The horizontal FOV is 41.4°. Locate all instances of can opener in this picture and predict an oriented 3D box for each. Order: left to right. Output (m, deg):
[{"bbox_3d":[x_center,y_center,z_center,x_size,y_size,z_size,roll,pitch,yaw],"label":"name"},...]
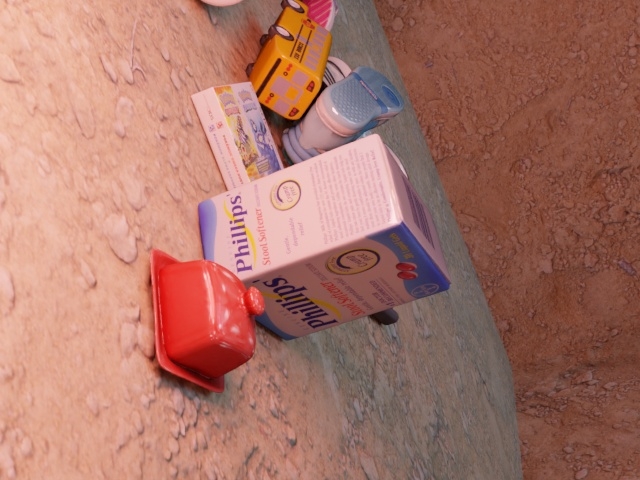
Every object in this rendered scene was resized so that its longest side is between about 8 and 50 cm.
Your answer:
[{"bbox_3d":[0.126,0.119,1.880,0.280,0.093,0.074,51,25,-61],"label":"can opener"}]

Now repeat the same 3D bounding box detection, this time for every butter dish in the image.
[{"bbox_3d":[-0.124,0.089,1.034,0.160,0.118,0.160,45,32,-58],"label":"butter dish"}]

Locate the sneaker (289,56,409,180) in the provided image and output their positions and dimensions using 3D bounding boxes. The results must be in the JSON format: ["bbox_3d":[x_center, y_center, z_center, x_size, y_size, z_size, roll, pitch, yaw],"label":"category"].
[{"bbox_3d":[0.038,-0.195,1.862,0.447,0.169,0.257,64,25,2],"label":"sneaker"}]

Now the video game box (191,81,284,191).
[{"bbox_3d":[-0.130,-0.169,1.419,0.187,0.048,0.205,67,17,-7],"label":"video game box"}]

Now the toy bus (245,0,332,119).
[{"bbox_3d":[-0.057,-0.367,1.666,0.130,0.108,0.333,29,30,-12],"label":"toy bus"}]

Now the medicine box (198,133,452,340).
[{"bbox_3d":[0.011,0.010,1.252,0.263,0.289,0.149,44,30,-58],"label":"medicine box"}]

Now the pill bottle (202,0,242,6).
[{"bbox_3d":[-0.159,-0.525,1.530,0.264,0.146,0.146,-79,147,-59],"label":"pill bottle"}]

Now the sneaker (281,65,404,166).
[{"bbox_3d":[0.031,-0.231,1.687,0.127,0.208,0.319,52,32,5],"label":"sneaker"}]

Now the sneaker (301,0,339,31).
[{"bbox_3d":[0.003,-0.602,2.216,0.111,0.103,0.252,53,25,-43],"label":"sneaker"}]
